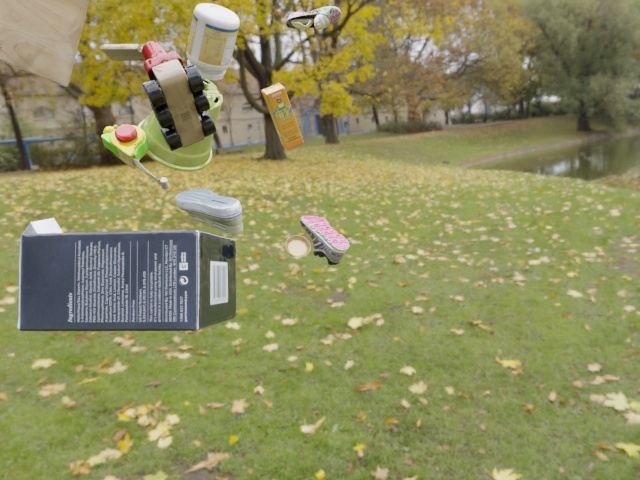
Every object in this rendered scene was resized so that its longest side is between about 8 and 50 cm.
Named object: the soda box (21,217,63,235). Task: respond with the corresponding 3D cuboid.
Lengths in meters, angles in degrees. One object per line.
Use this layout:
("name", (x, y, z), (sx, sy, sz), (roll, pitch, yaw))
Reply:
("soda box", (-0.720, 0.048, 1.423), (0.069, 0.216, 0.074), (-38, -7, 30))

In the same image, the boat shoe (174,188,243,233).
("boat shoe", (-0.337, -0.086, 1.545), (0.109, 0.094, 0.302), (-25, 29, -35))

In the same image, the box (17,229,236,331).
("box", (-0.424, 0.093, 1.211), (0.395, 0.212, 0.293), (-2, -4, 5))

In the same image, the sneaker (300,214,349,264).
("sneaker", (0.000, 0.000, 1.235), (0.063, 0.075, 0.170), (-8, 36, -38))

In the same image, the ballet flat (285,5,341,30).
("ballet flat", (-0.031, -0.826, 1.958), (0.221, 0.077, 0.079), (5, 55, 23))

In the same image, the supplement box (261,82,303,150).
("supplement box", (-0.139, -0.460, 1.939), (0.078, 0.233, 0.080), (-25, 32, -6))

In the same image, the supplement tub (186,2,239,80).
("supplement tub", (-0.348, -0.634, 1.664), (0.144, 0.200, 0.144), (15, 38, -12))

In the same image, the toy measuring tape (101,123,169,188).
("toy measuring tape", (-0.576, -0.287, 1.680), (0.330, 0.121, 0.121), (35, 27, 19))

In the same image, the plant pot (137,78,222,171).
("plant pot", (-0.465, -0.426, 1.799), (0.276, 0.276, 0.254), (-18, -27, -47))

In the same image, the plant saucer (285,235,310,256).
("plant saucer", (-0.074, 0.022, 1.697), (0.083, 0.083, 0.015), (-12, -30, -22))

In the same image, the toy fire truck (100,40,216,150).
("toy fire truck", (-0.370, -0.353, 1.184), (0.158, 0.246, 0.217), (-26, -26, -13))

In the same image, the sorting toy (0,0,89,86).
("sorting toy", (-0.712, -0.544, 1.265), (0.089, 0.255, 0.257), (16, 3, 16))
